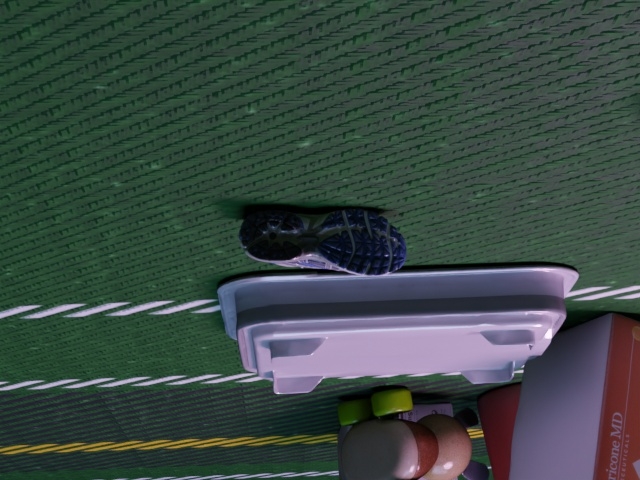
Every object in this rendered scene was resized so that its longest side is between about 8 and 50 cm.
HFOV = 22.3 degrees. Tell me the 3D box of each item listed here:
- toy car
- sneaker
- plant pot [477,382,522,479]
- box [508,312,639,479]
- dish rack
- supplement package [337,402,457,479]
[{"bbox_3d":[0.135,0.271,2.102,0.188,0.155,0.149,-2,167,-36],"label":"toy car"},{"bbox_3d":[0.000,0.000,1.277,0.135,0.052,0.058,9,173,-12],"label":"sneaker"},{"bbox_3d":[0.346,0.316,2.103,0.275,0.243,0.275,-2,166,-1],"label":"plant pot"},{"bbox_3d":[0.394,0.241,1.750,0.345,0.215,0.168,19,157,-21],"label":"box"},{"bbox_3d":[0.072,0.092,1.572,0.333,0.072,0.285,-3,164,-2],"label":"dish rack"},{"bbox_3d":[0.105,0.349,2.261,0.145,0.204,0.262,-2,164,-3],"label":"supplement package"}]
